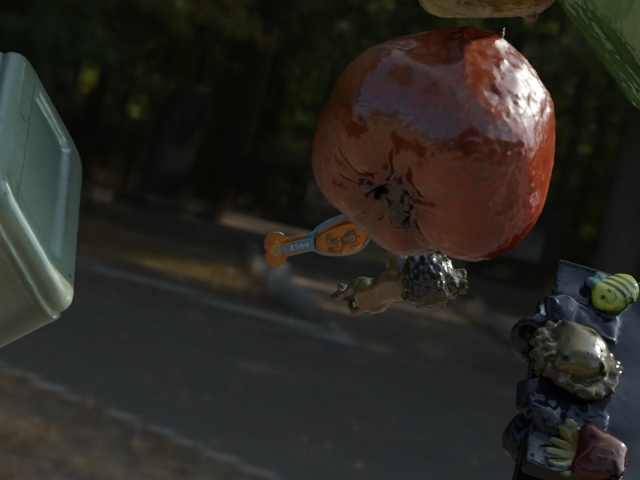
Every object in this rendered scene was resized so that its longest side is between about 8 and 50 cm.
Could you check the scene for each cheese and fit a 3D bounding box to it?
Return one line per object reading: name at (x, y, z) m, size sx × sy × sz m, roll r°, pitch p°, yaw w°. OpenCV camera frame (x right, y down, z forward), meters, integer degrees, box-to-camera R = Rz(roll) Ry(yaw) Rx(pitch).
cheese at (0.000, 0.000, 1.818) m, size 0.111 × 0.047 × 0.017 m, roll -12°, pitch 30°, yaw -9°

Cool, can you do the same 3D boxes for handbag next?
handbag at (0.349, 0.176, 1.941) m, size 0.329 × 0.122 × 0.303 m, roll 18°, pitch 42°, yaw -1°

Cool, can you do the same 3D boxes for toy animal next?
toy animal at (0.073, 0.039, 1.973) m, size 0.069 × 0.086 × 0.220 m, roll 39°, pitch -28°, yaw -20°

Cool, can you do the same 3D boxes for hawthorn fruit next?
hawthorn fruit at (0.116, -0.102, 1.647) m, size 0.207 × 0.243 × 0.207 m, roll 21°, pitch -39°, yaw 18°

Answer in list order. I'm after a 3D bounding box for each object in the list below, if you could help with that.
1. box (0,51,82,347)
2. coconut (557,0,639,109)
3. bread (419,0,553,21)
box at (-0.284, -0.019, 1.430) m, size 0.182 × 0.175 × 0.312 m, roll -23°, pitch 26°, yaw 6°
coconut at (0.268, -0.175, 1.075) m, size 0.328 × 0.328 × 0.281 m, roll 13°, pitch -30°, yaw -7°
bread at (0.155, -0.324, 1.712) m, size 0.148 × 0.270 × 0.270 m, roll -3°, pitch 2°, yaw -3°
